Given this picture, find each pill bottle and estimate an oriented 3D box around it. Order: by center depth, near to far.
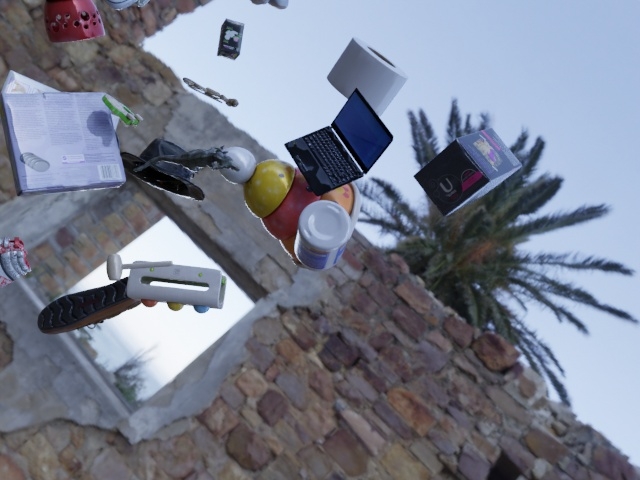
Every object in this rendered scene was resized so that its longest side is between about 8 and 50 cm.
[{"bbox_3d":[0.000,0.000,1.738,0.152,0.152,0.272,46,-19,10],"label":"pill bottle"}]

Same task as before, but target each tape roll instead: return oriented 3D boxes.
[{"bbox_3d":[0.167,-0.581,2.075,0.246,0.169,0.246,31,25,-16],"label":"tape roll"}]

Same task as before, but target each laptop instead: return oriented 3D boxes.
[{"bbox_3d":[0.051,-0.303,1.798,0.234,0.264,0.136,59,-15,27],"label":"laptop"}]

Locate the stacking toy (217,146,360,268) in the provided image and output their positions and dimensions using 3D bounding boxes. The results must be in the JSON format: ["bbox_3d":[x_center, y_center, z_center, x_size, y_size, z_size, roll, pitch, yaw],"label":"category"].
[{"bbox_3d":[-0.136,-0.149,1.943,0.480,0.350,0.350,31,-10,-28],"label":"stacking toy"}]

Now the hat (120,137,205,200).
[{"bbox_3d":[-0.519,-0.257,1.968,0.331,0.134,0.331,21,-11,4],"label":"hat"}]

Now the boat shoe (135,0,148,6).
[{"bbox_3d":[-0.468,-0.775,1.611,0.113,0.340,0.127,27,-32,-9],"label":"boat shoe"}]

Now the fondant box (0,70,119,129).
[{"bbox_3d":[-0.840,-0.388,1.853,0.330,0.096,0.238,20,-18,-32],"label":"fondant box"}]

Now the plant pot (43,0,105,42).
[{"bbox_3d":[-0.872,-0.794,2.050,0.191,0.191,0.174,28,-50,46],"label":"plant pot"}]

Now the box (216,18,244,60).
[{"bbox_3d":[-0.234,-0.521,1.520,0.052,0.083,0.062,10,-4,-22],"label":"box"}]

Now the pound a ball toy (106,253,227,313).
[{"bbox_3d":[-0.453,0.136,1.728,0.319,0.135,0.208,6,-12,-1],"label":"pound a ball toy"}]

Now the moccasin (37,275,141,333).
[{"bbox_3d":[-0.811,0.240,2.087,0.139,0.380,0.147,59,-12,27],"label":"moccasin"}]

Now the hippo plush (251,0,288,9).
[{"bbox_3d":[-0.217,-1.022,2.204,0.234,0.294,0.236,24,5,-35],"label":"hippo plush"}]

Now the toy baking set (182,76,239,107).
[{"bbox_3d":[-0.378,-0.511,2.006,0.197,0.030,0.256,25,4,-20],"label":"toy baking set"}]

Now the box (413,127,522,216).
[{"bbox_3d":[0.403,-0.189,1.581,0.165,0.270,0.143,-43,-102,37],"label":"box"}]

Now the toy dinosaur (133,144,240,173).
[{"bbox_3d":[-0.287,-0.183,1.345,0.268,0.118,0.064,-1,-82,23],"label":"toy dinosaur"}]

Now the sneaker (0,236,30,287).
[{"bbox_3d":[-0.921,0.003,1.626,0.090,0.145,0.270,32,-34,59],"label":"sneaker"}]

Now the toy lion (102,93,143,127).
[{"bbox_3d":[-0.504,-0.329,1.475,0.096,0.034,0.100,46,8,-6],"label":"toy lion"}]

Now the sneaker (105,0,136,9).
[{"bbox_3d":[-0.436,-0.671,1.383,0.094,0.258,0.091,30,-7,-2],"label":"sneaker"}]

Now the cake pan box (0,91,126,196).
[{"bbox_3d":[-0.637,-0.245,1.465,0.070,0.267,0.245,-15,-92,54],"label":"cake pan box"}]
